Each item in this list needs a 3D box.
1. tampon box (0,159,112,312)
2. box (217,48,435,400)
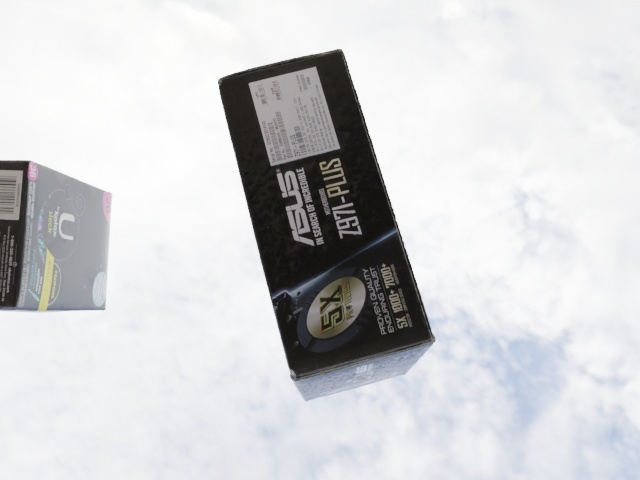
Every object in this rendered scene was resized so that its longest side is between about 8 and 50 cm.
[{"bbox_3d":[-0.265,0.002,0.599,0.101,0.161,0.120,2,-95,7],"label":"tampon box"},{"bbox_3d":[0.000,0.000,0.430,0.078,0.147,0.180,-15,-106,-3],"label":"box"}]
